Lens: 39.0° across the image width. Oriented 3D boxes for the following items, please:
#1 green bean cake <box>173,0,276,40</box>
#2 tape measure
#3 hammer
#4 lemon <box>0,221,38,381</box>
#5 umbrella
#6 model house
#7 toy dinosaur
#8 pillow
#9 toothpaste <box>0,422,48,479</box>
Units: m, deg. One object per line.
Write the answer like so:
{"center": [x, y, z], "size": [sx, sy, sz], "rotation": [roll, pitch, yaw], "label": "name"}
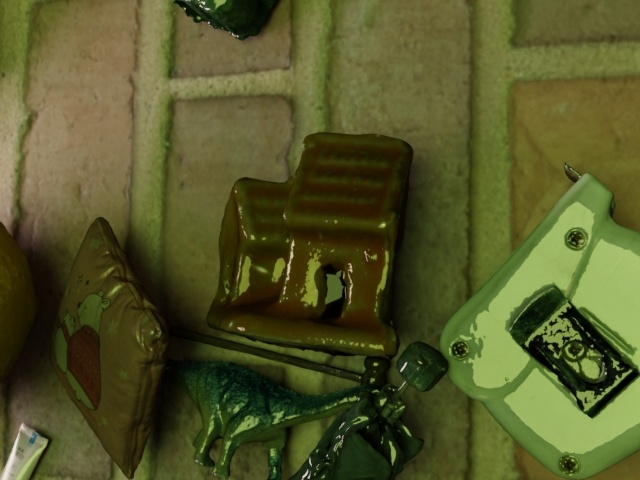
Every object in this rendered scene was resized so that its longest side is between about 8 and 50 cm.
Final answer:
{"center": [-0.128, -0.368, 1.085], "size": [0.193, 0.107, 0.208], "rotation": [28, 97, 20], "label": "green bean cake"}
{"center": [0.254, 0.089, 0.886], "size": [0.246, 0.125, 0.243], "rotation": [44, 101, 19], "label": "tape measure"}
{"center": [-0.059, 0.137, 1.059], "size": [0.292, 0.029, 0.058], "rotation": [11, 87, 23], "label": "hammer"}
{"center": [-0.501, 0.085, 1.068], "size": [0.336, 0.336, 0.336], "rotation": [-2, 85, 21], "label": "lemon"}
{"center": [0.022, 0.248, 0.925], "size": [0.094, 0.143, 0.349], "rotation": [40, 110, 11], "label": "umbrella"}
{"center": [-0.011, -0.001, 0.969], "size": [0.268, 0.173, 0.239], "rotation": [5, 87, 23], "label": "model house"}
{"center": [-0.099, 0.194, 1.040], "size": [0.362, 0.076, 0.147], "rotation": [12, 81, 30], "label": "toy dinosaur"}
{"center": [-0.249, 0.124, 1.063], "size": [0.236, 0.084, 0.223], "rotation": [49, 127, 40], "label": "pillow"}
{"center": [-0.407, 0.333, 1.173], "size": [0.048, 0.031, 0.190], "rotation": [25, 91, 24], "label": "toothpaste"}
